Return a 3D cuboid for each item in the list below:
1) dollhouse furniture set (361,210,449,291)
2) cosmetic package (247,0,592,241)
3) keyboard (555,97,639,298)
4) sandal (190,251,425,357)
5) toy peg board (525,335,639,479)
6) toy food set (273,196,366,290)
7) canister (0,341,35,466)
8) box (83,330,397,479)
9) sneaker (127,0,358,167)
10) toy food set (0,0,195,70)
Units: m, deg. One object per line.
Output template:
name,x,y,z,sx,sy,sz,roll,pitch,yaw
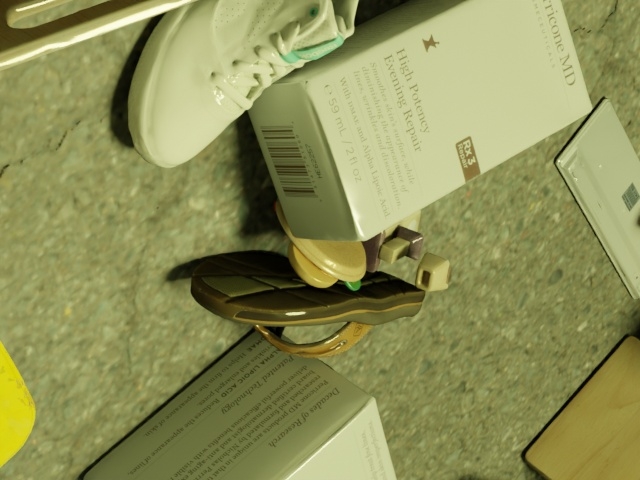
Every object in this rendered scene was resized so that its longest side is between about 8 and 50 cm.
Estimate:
dollhouse furniture set,0.072,-0.036,1.253,0.081,0.091,0.114,-27,133,-56
cosmetic package,0.069,-0.096,1.162,0.231,0.085,0.117,-30,110,-31
keyboard,0.266,-0.031,1.525,0.072,0.014,0.256,-56,144,-12
sandal,-0.006,0.050,1.216,0.219,0.090,0.060,1,112,-57
toy peg board,0.304,0.206,1.624,0.161,0.160,0.079,-46,157,-15
toy food set,0.000,0.000,1.190,0.020,0.083,0.082,-45,149,24
canister,-0.230,0.041,0.880,0.073,0.170,0.126,-42,141,-20
box,-0.047,0.194,1.239,0.182,0.119,0.181,-39,140,-23
sneaker,-0.030,-0.125,1.051,0.212,0.094,0.080,-53,144,-6
toy food set,-0.142,-0.238,0.767,0.219,0.092,0.306,-24,116,-24
